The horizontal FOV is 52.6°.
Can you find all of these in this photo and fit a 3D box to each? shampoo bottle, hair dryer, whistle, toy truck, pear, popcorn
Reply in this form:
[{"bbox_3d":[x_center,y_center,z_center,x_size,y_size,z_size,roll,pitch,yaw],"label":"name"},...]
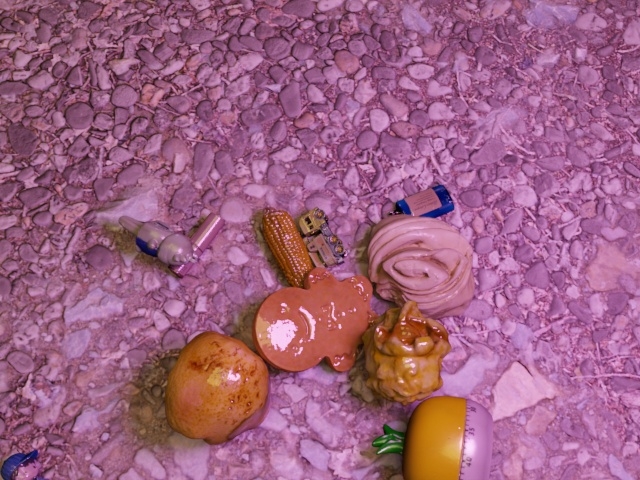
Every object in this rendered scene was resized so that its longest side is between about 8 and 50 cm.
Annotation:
[{"bbox_3d":[0.280,-0.091,1.829,0.183,0.050,0.087,-22,76,-10],"label":"shampoo bottle"},{"bbox_3d":[-0.405,-0.031,1.783,0.220,0.053,0.195,32,73,15],"label":"hair dryer"},{"bbox_3d":[-0.424,0.002,1.691,0.244,0.110,0.092,27,108,12],"label":"whistle"},{"bbox_3d":[0.000,0.000,1.773,0.100,0.077,0.168,-30,78,2],"label":"toy truck"},{"bbox_3d":[-0.253,0.351,1.543,0.271,0.271,0.271,1,71,-2],"label":"pear"},{"bbox_3d":[0.197,0.282,1.578,0.195,0.254,0.256,14,33,-15],"label":"popcorn"}]

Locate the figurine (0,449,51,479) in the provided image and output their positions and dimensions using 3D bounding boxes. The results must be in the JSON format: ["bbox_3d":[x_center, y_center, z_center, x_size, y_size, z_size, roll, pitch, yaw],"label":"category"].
[{"bbox_3d":[-0.692,0.571,1.545,0.087,0.086,0.149,-37,87,27],"label":"figurine"}]

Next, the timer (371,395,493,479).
[{"bbox_3d":[0.256,0.489,1.523,0.285,0.285,0.285,1,71,-2],"label":"timer"}]

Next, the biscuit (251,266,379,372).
[{"bbox_3d":[-0.003,0.205,1.647,0.355,0.052,0.275,-9,79,-27],"label":"biscuit"}]

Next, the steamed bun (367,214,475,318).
[{"bbox_3d":[0.269,0.054,1.695,0.276,0.203,0.289,-10,70,-10],"label":"steamed bun"}]

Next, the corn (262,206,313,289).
[{"bbox_3d":[-0.086,0.022,1.750,0.097,0.097,0.261,-24,77,-11],"label":"corn"}]
